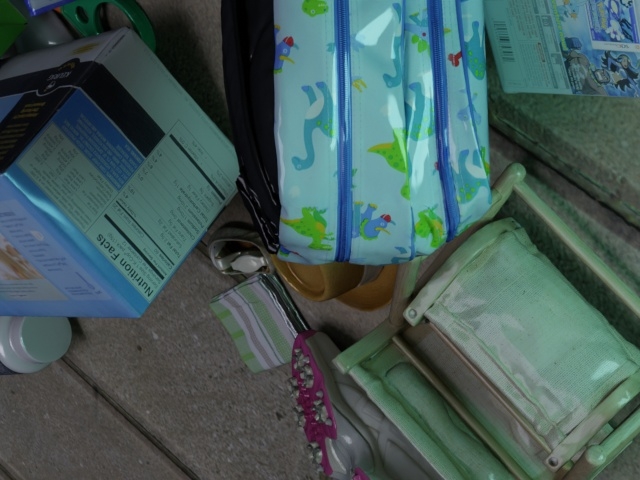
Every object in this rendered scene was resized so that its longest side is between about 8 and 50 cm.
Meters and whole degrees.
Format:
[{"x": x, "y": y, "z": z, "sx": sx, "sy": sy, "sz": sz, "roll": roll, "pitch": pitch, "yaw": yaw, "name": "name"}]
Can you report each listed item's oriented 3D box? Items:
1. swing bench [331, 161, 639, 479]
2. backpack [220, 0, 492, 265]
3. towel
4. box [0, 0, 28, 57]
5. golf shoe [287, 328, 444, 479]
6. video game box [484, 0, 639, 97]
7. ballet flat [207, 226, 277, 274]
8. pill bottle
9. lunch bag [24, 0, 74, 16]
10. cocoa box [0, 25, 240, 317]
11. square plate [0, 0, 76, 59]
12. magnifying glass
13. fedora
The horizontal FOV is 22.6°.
[{"x": 0.175, "y": 0.114, "z": 1.476, "sx": 0.253, "sy": 0.165, "sz": 0.254, "roll": 47, "pitch": 150, "yaw": 13, "name": "swing bench"}, {"x": 0.023, "y": -0.155, "z": 1.307, "sx": 0.273, "sy": 0.355, "sz": 0.290, "roll": 13, "pitch": 170, "yaw": -7, "name": "backpack"}, {"x": -0.072, "y": 0.100, "z": 1.892, "sx": 0.113, "sy": 0.023, "sz": 0.152, "roll": 59, "pitch": 146, "yaw": -2, "name": "towel"}, {"x": -0.509, "y": -0.195, "z": 1.885, "sx": 0.231, "sy": 0.262, "sz": 0.127, "roll": 3, "pitch": 142, "yaw": 51, "name": "box"}, {"x": 0.066, "y": 0.219, "z": 1.747, "sx": 0.115, "sy": 0.140, "sz": 0.306, "roll": 105, "pitch": 145, "yaw": -50, "name": "golf shoe"}, {"x": 0.201, "y": -0.215, "z": 1.273, "sx": 0.187, "sy": 0.048, "sz": 0.205, "roll": 12, "pitch": 126, "yaw": 50, "name": "video game box"}, {"x": -0.092, "y": 0.015, "z": 1.821, "sx": 0.168, "sy": 0.052, "sz": 0.057, "roll": -6, "pitch": 112, "yaw": 53, "name": "ballet flat"}, {"x": -0.435, "y": 0.139, "z": 2.303, "sx": 0.180, "sy": 0.108, "sz": 0.108, "roll": -9, "pitch": 110, "yaw": 54, "name": "pill bottle"}, {"x": -0.267, "y": -0.320, "z": 1.681, "sx": 0.096, "sy": 0.151, "sz": 0.128, "roll": 4, "pitch": 121, "yaw": 49, "name": "lunch bag"}, {"x": -0.297, "y": -0.065, "z": 1.804, "sx": 0.347, "sy": 0.228, "sz": 0.231, "roll": -3, "pitch": 135, "yaw": 52, "name": "cocoa box"}, {"x": -0.463, "y": -0.271, "z": 2.060, "sx": 0.344, "sy": 0.049, "sz": 0.347, "roll": 49, "pitch": 145, "yaw": 11, "name": "square plate"}, {"x": -0.276, "y": -0.266, "z": 1.845, "sx": 0.231, "sy": 0.026, "sz": 0.092, "roll": 28, "pitch": 137, "yaw": 29, "name": "magnifying glass"}, {"x": 0.000, "y": 0.000, "z": 1.670, "sx": 0.194, "sy": 0.079, "sz": 0.194, "roll": 31, "pitch": 138, "yaw": 33, "name": "fedora"}]
